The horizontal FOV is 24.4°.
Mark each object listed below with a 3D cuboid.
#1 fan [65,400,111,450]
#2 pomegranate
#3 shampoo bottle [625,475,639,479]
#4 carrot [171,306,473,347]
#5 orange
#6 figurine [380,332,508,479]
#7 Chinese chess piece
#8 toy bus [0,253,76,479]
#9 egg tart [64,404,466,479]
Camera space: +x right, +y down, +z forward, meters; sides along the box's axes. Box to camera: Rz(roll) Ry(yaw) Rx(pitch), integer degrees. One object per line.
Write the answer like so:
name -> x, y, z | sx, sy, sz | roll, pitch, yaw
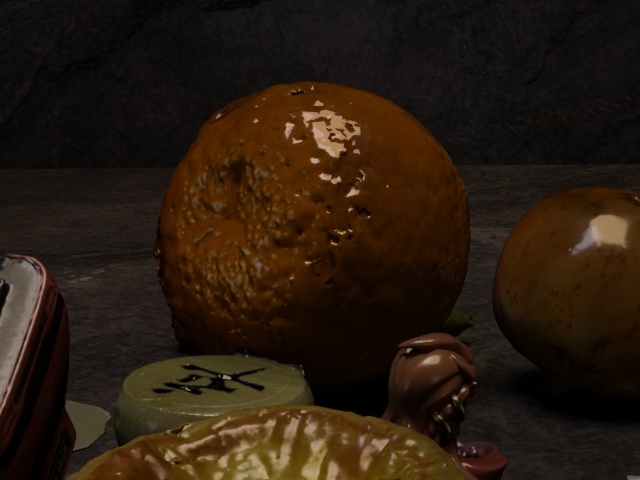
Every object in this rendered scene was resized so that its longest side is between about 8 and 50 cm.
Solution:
fan -> -0.366, 0.183, 1.469 | 0.310, 0.010, 0.182 | 2, 11, -1
pomegranate -> 0.293, 0.060, 1.543 | 0.248, 0.248, 0.248 | -1, 12, 0
shampoo bottle -> 0.347, 0.213, 1.216 | 0.190, 0.041, 0.069 | 1, 17, 7
carrot -> 0.002, 0.092, 1.750 | 0.358, 0.074, 0.074 | 0, 12, -2
orange -> 0.000, 0.000, 1.574 | 0.340, 0.341, 0.293 | 10, -5, 42
figurine -> 0.095, 0.161, 1.264 | 0.126, 0.157, 0.114 | 15, 40, 37
Chinese chess piece -> -0.098, 0.164, 1.379 | 0.188, 0.083, 0.188 | 2, 13, 0
toy bus -> -0.413, 0.127, 1.192 | 0.426, 0.233, 0.203 | 2, 51, 12
egg tart -> -0.037, 0.217, 1.020 | 0.318, 0.128, 0.319 | -3, 13, 1
